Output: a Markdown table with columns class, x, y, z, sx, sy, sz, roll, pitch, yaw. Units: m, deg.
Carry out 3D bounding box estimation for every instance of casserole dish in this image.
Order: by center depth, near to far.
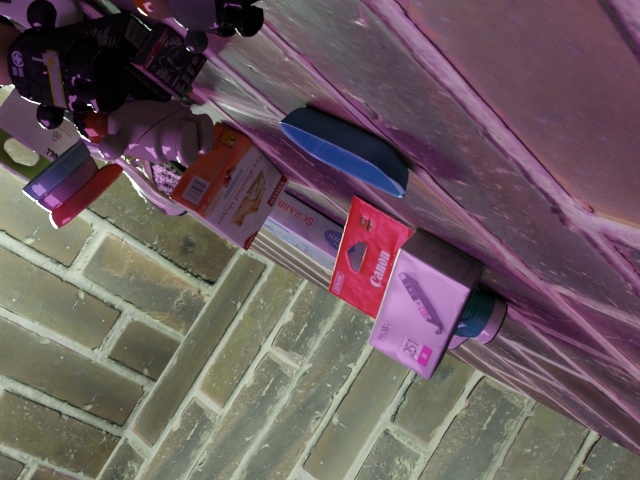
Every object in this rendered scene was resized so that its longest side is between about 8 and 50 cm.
| class | x | y | z | sx | sy | sz | roll | pitch | yaw |
| --- | --- | --- | --- | --- | --- | --- | --- | --- | --- |
| casserole dish | 0.033 | -0.111 | 1.193 | 0.188 | 0.037 | 0.114 | 29 | 174 | 32 |

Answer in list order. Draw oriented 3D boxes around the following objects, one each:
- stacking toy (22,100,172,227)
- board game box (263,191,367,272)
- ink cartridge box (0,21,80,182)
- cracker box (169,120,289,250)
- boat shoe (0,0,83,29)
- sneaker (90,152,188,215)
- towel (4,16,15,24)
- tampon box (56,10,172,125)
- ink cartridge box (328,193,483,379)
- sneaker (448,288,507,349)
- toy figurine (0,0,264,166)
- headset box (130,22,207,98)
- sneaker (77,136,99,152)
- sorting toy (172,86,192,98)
| class | x | y | z | sx | sy | sz | roll | pitch | yaw |
| --- | --- | --- | --- | --- | --- | --- | --- | --- | --- |
| stacking toy | -0.381 | -0.177 | 1.717 | 0.130 | 0.309 | 0.279 | 50 | -176 | -15 |
| board game box | 0.000 | 0.000 | 2.133 | 0.319 | 0.066 | 0.318 | 32 | 174 | 0 |
| ink cartridge box | -0.498 | -0.245 | 1.721 | 0.097 | 0.255 | 0.189 | 28 | 173 | 33 |
| cracker box | -0.155 | -0.090 | 1.738 | 0.067 | 0.155 | 0.232 | 28 | 174 | 23 |
| boat shoe | -0.416 | -0.346 | 1.414 | 0.219 | 0.077 | 0.070 | 20 | -158 | 25 |
| sneaker | -0.392 | -0.234 | 2.108 | 0.410 | 0.158 | 0.182 | 37 | 140 | -18 |
| towel | -0.697 | -0.431 | 1.746 | 0.284 | 0.121 | 0.235 | 15 | 168 | 27 |
| tampon box | -0.293 | -0.225 | 1.336 | 0.161 | 0.101 | 0.120 | -1 | 155 | 34 |
| ink cartridge box | 0.120 | 0.082 | 1.618 | 0.239 | 0.060 | 0.275 | 30 | 142 | 13 |
| sneaker | 0.203 | 0.119 | 1.783 | 0.178 | 0.123 | 0.295 | 27 | 167 | -7 |
| toy figurine | -0.167 | -0.177 | 0.813 | 0.148 | 0.213 | 0.209 | 15 | 172 | 26 |
| headset box | -0.194 | -0.229 | 1.243 | 0.032 | 0.062 | 0.083 | 24 | 171 | 48 |
| sneaker | -0.504 | -0.276 | 1.976 | 0.282 | 0.161 | 0.102 | 33 | 176 | 1 |
| sorting toy | -0.248 | -0.239 | 1.528 | 0.102 | 0.042 | 0.061 | 29 | 174 | 21 |
